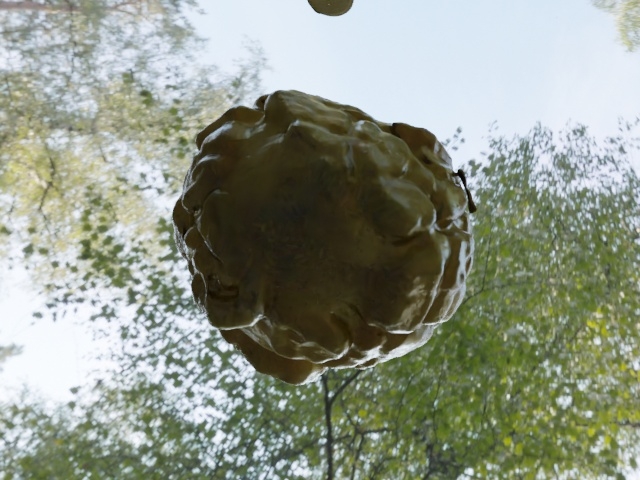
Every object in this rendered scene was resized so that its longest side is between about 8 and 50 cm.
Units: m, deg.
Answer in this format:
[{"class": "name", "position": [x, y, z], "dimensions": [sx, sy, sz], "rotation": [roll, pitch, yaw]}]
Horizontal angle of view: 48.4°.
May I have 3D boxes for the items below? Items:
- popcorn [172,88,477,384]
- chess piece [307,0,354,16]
[{"class": "popcorn", "position": [0.000, 0.000, 0.577], "dimensions": [0.250, 0.190, 0.250], "rotation": [-2, -97, 18]}, {"class": "chess piece", "position": [0.023, -0.360, 0.935], "dimensions": [0.066, 0.122, 0.066], "rotation": [10, -29, 5]}]
